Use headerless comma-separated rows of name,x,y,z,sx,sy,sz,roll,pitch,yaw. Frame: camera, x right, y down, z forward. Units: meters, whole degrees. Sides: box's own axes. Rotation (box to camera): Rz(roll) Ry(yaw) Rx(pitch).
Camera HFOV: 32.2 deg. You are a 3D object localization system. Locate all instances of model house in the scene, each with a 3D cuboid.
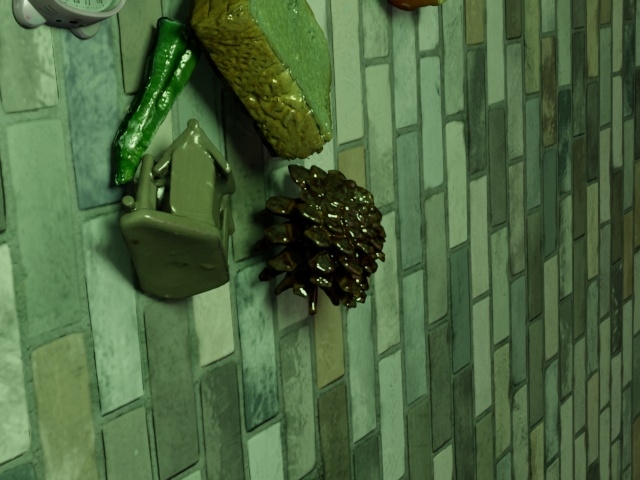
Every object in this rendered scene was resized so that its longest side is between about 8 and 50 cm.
model house,-0.172,-0.041,1.435,0.229,0.122,0.188,81,16,-62

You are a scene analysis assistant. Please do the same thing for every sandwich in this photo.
sandwich,-0.074,-0.281,1.534,0.273,0.095,0.249,56,26,-43

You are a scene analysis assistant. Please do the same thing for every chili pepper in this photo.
chili pepper,-0.215,-0.170,1.419,0.088,0.059,0.227,47,58,-57

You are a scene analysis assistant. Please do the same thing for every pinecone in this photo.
pinecone,-0.001,0.002,1.656,0.229,0.202,0.201,-65,172,-61

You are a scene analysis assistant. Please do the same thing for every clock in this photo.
clock,-0.289,-0.296,1.289,0.152,0.050,0.110,-2,96,-57

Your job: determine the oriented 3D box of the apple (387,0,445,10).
apple,0.156,-0.472,1.879,0.156,0.147,0.158,-91,-177,-69
